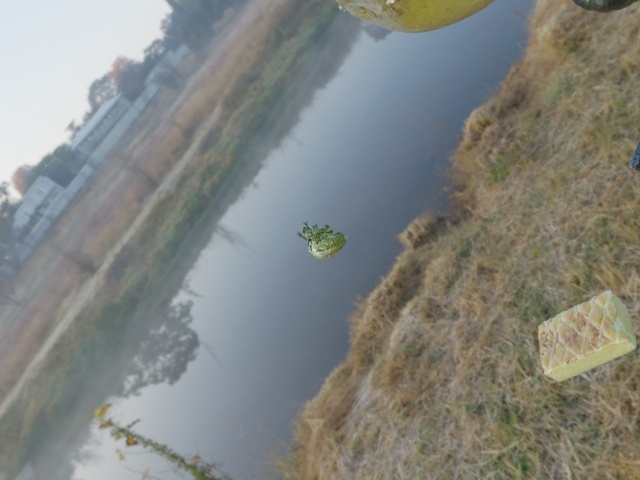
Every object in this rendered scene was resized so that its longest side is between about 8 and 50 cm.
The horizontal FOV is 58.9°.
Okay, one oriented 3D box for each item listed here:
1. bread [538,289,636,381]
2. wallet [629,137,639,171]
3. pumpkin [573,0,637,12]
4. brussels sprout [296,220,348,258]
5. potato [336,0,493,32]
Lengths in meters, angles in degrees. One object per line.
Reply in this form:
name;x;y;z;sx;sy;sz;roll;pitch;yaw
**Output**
bread;0.545;0.198;1.173;0.188;0.068;0.125;-41;30;39
wallet;0.932;-0.239;1.541;0.030;0.285;0.146;18;97;52
pumpkin;0.747;-0.704;1.447;0.250;0.216;0.250;-6;78;32
brussels sprout;0.000;0.000;0.947;0.058;0.085;0.085;-60;19;2
potato;0.140;-0.526;0.931;0.319;0.385;0.442;-39;25;6
